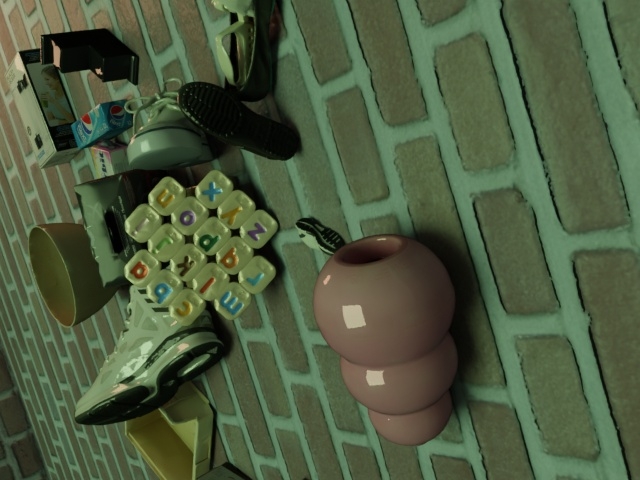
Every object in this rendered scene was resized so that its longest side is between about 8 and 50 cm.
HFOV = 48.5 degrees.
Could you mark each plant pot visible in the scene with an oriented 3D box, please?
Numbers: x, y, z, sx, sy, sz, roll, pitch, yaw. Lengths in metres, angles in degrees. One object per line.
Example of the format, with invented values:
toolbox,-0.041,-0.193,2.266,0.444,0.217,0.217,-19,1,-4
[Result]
plant pot,-0.643,0.073,1.935,0.284,0.191,0.284,24,124,43

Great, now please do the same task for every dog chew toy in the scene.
dog chew toy,0.111,0.162,1.061,0.207,0.207,0.331,10,122,48

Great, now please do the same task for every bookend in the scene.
bookend,-0.515,-0.402,1.587,0.157,0.156,0.072,41,134,31

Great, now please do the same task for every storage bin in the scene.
storage bin,-0.404,0.485,1.892,0.260,0.123,0.262,37,132,36

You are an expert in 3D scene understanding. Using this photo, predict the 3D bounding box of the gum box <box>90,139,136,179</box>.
gum box,-0.501,-0.152,1.758,0.107,0.062,0.188,17,121,46

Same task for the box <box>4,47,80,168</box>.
box,-0.765,-0.363,1.966,0.169,0.087,0.289,-18,92,52

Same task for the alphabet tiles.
alphabet tiles,-0.230,0.015,1.367,0.284,0.021,0.278,42,96,-5

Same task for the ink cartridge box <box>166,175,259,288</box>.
ink cartridge box,-0.225,-0.003,1.474,0.193,0.088,0.234,-5,103,53

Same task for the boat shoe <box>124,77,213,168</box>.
boat shoe,-0.274,-0.217,1.301,0.367,0.136,0.156,-59,-43,-84

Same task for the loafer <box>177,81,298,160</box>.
loafer,-0.148,-0.194,1.224,0.220,0.080,0.078,29,167,-17

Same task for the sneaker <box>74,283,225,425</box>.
sneaker,-0.437,0.259,1.726,0.447,0.169,0.257,-34,60,20

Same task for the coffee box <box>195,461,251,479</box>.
coffee box,-0.189,0.667,1.732,0.246,0.098,0.141,19,120,45

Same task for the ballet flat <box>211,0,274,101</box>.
ballet flat,-0.126,-0.363,1.179,0.095,0.096,0.280,26,125,43

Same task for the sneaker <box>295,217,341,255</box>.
sneaker,0.000,0.000,1.249,0.109,0.040,0.043,38,149,39

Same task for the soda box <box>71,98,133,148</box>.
soda box,-0.533,-0.282,1.733,0.210,0.071,0.067,-12,98,52

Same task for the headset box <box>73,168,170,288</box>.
headset box,-0.395,-0.037,1.504,0.110,0.293,0.218,-12,99,10
